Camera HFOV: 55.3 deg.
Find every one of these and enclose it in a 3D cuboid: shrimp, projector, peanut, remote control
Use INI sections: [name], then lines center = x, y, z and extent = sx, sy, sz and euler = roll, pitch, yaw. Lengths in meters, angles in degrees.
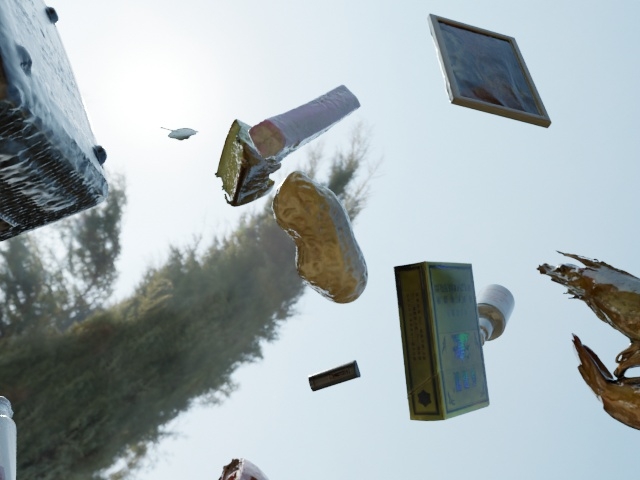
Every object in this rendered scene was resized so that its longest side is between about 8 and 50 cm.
[shrimp]
center = 0.335, 0.102, 0.681
extent = 0.150, 0.068, 0.249
euler = -54, -140, 19
[projector]
center = -0.479, -0.242, 0.817
extent = 0.395, 0.241, 0.406
euler = 104, -36, -74
[peanut]
center = 0.000, 0.000, 0.450
extent = 0.053, 0.054, 0.113
euler = -1, -56, 43
[remote control]
center = 0.021, 0.226, 1.019
extent = 0.091, 0.016, 0.034
euler = -22, -106, 15

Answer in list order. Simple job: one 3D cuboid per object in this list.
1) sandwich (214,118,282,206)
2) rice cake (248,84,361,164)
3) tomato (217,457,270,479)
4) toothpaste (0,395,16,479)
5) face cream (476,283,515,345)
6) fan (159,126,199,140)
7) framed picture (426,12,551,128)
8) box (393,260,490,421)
[sandwich]
center = -0.176, -0.200, 1.501
extent = 0.122, 0.128, 0.236
euler = 55, -31, 14
[rice cake]
center = -0.015, -0.225, 1.139
extent = 0.056, 0.365, 0.073
euler = -37, -88, 37
[tomato]
center = -0.105, 0.327, 0.561
extent = 0.095, 0.237, 0.237
euler = 38, -45, -6
[toothpaste]
center = -0.518, 0.371, 0.974
extent = 0.299, 0.073, 0.114
euler = 46, -67, 49
[face cream]
center = 0.406, 0.191, 1.495
extent = 0.101, 0.251, 0.101
euler = 8, -72, 25
[fan]
center = -0.268, -0.201, 1.139
extent = 0.055, 0.083, 0.004
euler = -17, -102, 32
[framed picture]
center = 0.284, -0.297, 1.051
extent = 0.016, 0.184, 0.250
euler = 117, -22, -46
[box]
center = 0.179, 0.143, 0.897
extent = 0.064, 0.140, 0.220
euler = -15, -102, 39
